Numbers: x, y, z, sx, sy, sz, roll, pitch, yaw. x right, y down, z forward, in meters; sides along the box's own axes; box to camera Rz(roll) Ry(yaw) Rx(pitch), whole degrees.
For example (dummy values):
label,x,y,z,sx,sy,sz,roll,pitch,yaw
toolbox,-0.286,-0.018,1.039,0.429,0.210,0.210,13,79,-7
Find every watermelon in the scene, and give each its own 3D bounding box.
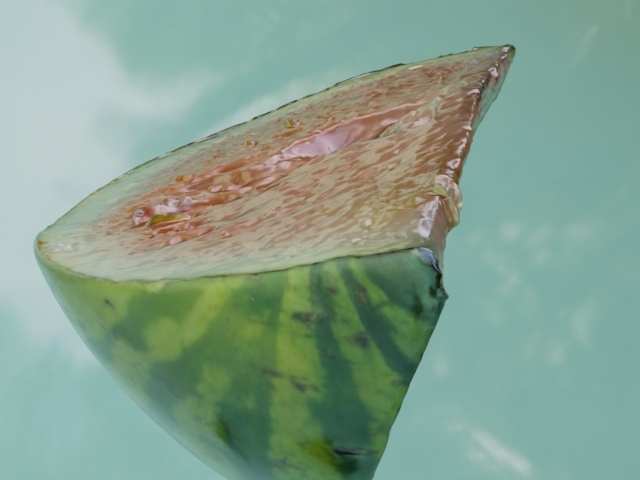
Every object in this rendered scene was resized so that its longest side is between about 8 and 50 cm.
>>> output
label,x,y,z,sx,sy,sz,roll,pitch,yaw
watermelon,0.000,0.027,0.698,0.303,0.159,0.128,-59,131,-73
